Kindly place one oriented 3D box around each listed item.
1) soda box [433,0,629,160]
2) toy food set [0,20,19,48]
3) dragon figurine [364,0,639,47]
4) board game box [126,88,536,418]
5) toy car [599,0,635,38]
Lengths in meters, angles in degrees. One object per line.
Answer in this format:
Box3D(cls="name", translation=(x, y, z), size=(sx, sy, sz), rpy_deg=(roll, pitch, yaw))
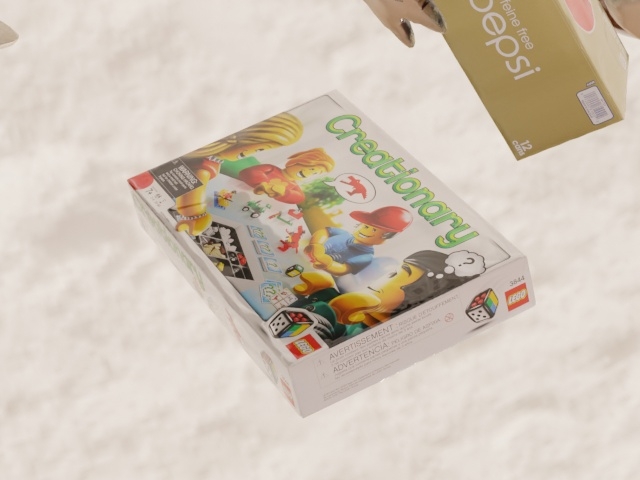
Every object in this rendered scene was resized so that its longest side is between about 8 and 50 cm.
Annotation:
Box3D(cls="soda box", translation=(0.076, -0.130, 0.905), size=(0.058, 0.061, 0.181), rpy_deg=(-20, 119, 24))
Box3D(cls="toy food set", translation=(-0.388, -0.056, 1.587), size=(0.220, 0.092, 0.306), rpy_deg=(-21, 160, -51))
Box3D(cls="dragon figurine", translation=(0.063, -0.137, 0.595), size=(0.289, 0.144, 0.085), rpy_deg=(5, 145, 15))
Box3D(cls="board game box", translation=(0.000, 0.000, 1.492), size=(0.193, 0.305, 0.053), rpy_deg=(-25, 127, -16))
Box3D(cls="toy car", translation=(0.156, -0.192, 1.187), size=(0.155, 0.188, 0.149), rpy_deg=(14, 84, -41))
